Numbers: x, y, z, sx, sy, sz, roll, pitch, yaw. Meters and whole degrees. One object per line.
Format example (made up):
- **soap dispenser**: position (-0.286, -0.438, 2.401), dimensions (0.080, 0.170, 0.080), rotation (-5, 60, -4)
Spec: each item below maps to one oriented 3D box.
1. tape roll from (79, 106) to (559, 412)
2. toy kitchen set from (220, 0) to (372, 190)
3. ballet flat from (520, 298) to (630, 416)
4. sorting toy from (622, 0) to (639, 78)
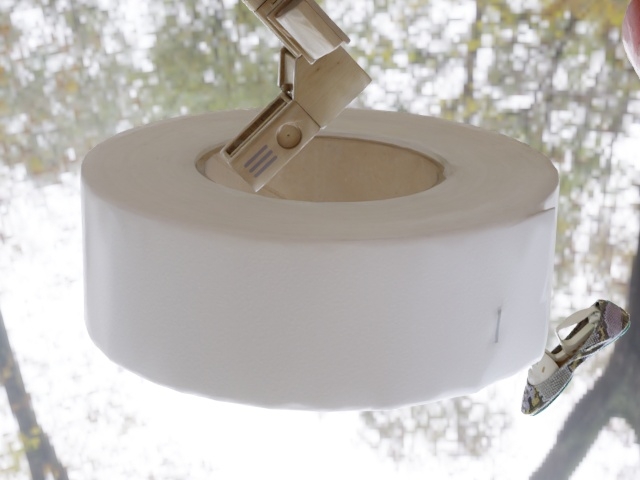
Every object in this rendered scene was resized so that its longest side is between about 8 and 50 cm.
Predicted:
- **tape roll**: position (0.000, 0.000, 0.904), dimensions (0.286, 0.100, 0.286), rotation (2, -162, -1)
- **toy kitchen set**: position (-0.028, -0.074, 0.658), dimensions (0.075, 0.083, 0.068), rotation (-44, -158, 1)
- **ballet flat**: position (0.189, 0.087, 1.181), dimensions (0.114, 0.041, 0.041), rotation (-45, -138, 9)
- **sorting toy**: position (0.186, -0.171, 0.838), dimensions (0.127, 0.365, 0.126), rotation (-8, -137, 27)
